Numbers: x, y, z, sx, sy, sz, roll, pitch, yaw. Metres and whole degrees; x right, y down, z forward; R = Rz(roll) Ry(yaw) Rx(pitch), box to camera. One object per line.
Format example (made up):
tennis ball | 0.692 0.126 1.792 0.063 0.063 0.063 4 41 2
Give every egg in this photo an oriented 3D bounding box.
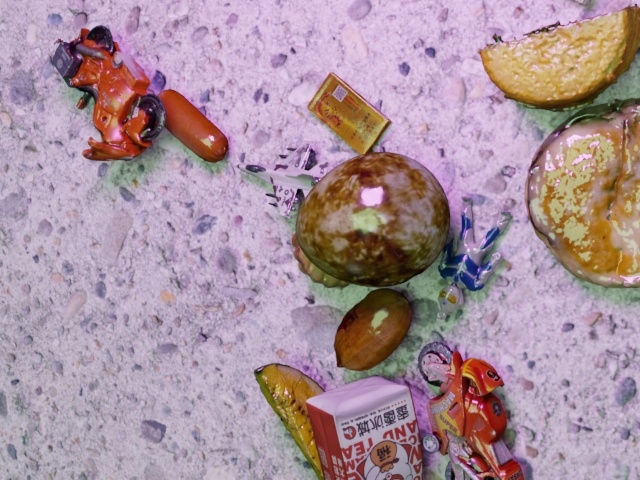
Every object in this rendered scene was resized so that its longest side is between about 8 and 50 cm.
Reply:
egg | 0.087 -0.031 1.650 0.289 0.238 0.238 -17 86 27

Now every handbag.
handbag | 0.099 0.412 1.704 0.151 0.171 0.298 1 106 68

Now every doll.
doll | 0.262 0.042 1.672 0.114 0.057 0.228 22 102 20

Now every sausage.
sausage | -0.263 -0.231 1.903 0.197 0.076 0.076 42 111 17

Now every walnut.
walnut | 0.092 0.172 1.743 0.116 0.115 0.207 47 119 16

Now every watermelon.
watermelon | -0.033 0.357 1.798 0.123 0.129 0.301 -28 95 20

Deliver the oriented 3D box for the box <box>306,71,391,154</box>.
box | 0.053 -0.240 1.772 0.156 0.022 0.089 41 109 18

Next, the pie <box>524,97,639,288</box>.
pie | 0.505 -0.079 1.529 0.338 0.077 0.339 2 94 22

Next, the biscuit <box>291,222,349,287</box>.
biscuit | 0.000 0.000 1.792 0.118 0.061 0.183 -1 95 -15

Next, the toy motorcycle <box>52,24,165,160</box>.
toy motorcycle | -0.445 -0.288 1.946 0.221 0.147 0.326 -49 63 25

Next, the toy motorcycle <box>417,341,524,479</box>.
toy motorcycle | 0.265 0.322 1.669 0.171 0.089 0.298 -17 86 34

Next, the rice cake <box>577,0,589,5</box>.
rice cake | 0.381 -0.493 1.577 0.211 0.038 0.124 29 107 22

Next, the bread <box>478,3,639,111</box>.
bread | 0.398 -0.285 1.523 0.260 0.160 0.147 -11 95 21

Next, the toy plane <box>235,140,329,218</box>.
toy plane | -0.068 -0.123 1.811 0.234 0.082 0.160 11 80 48
